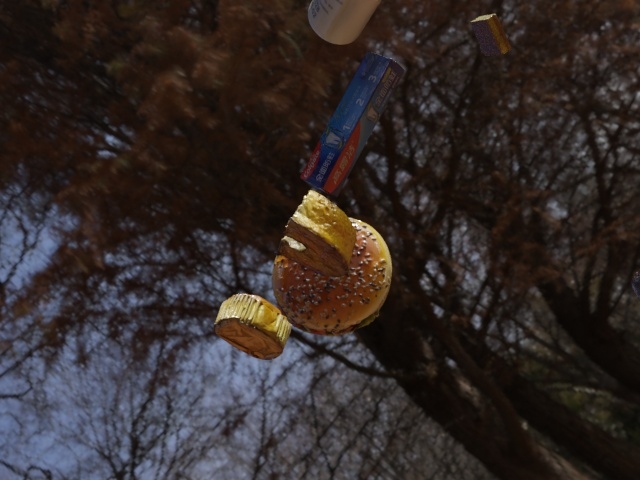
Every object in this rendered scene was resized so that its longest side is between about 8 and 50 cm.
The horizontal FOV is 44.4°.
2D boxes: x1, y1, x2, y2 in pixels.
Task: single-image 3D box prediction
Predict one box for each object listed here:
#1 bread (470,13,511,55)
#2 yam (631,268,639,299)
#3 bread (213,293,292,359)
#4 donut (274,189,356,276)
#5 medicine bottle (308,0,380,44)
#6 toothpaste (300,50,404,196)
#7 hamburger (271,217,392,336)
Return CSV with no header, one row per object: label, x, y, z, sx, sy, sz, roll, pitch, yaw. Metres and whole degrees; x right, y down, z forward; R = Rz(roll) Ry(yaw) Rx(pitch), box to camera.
bread,0.406,-0.489,1.868,0.035,0.090,0.094,-32,-73,-8
yam,0.504,0.093,1.114,0.079,0.141,0.079,-8,-46,-8
bread,-0.167,0.212,1.955,0.190,0.132,0.114,40,-138,-24
donut,0.003,0.004,1.565,0.101,0.152,0.259,-59,0,-21
medicine bottle,0.074,-0.570,1.772,0.144,0.144,0.252,-37,-5,-30
toothpaste,0.069,-0.256,1.724,0.066,0.076,0.320,24,-85,-51
hamburger,0.029,0.086,1.851,0.300,0.300,0.176,-54,-18,-4
